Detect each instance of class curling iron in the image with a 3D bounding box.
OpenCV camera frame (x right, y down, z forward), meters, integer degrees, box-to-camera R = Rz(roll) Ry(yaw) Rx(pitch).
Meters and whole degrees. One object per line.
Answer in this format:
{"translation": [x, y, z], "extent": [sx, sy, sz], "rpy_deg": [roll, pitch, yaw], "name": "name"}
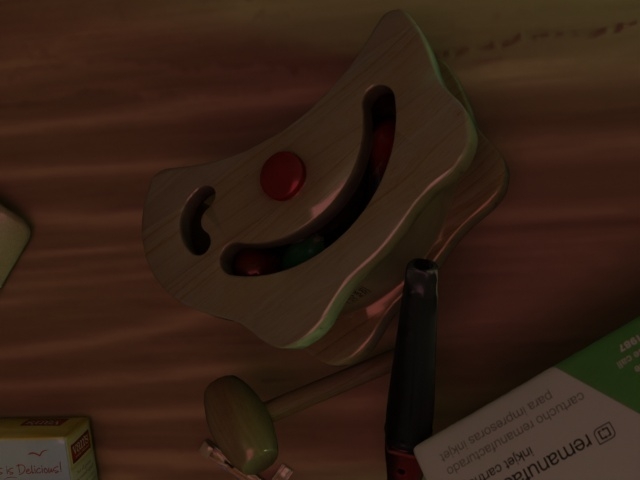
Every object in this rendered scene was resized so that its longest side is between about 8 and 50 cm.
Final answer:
{"translation": [0.041, 0.130, 0.559], "extent": [0.068, 0.035, 0.274], "rpy_deg": [0, 125, -15], "name": "curling iron"}

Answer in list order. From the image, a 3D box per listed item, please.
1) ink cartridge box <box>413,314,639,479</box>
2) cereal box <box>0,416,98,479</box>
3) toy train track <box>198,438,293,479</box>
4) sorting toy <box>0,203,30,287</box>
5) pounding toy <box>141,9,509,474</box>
{"translation": [0.207, 0.192, 0.478], "extent": [0.201, 0.117, 0.278], "rpy_deg": [-34, 59, 15], "name": "ink cartridge box"}
{"translation": [-0.243, 0.253, 0.683], "extent": [0.172, 0.047, 0.240], "rpy_deg": [-3, 99, 12], "name": "cereal box"}
{"translation": [-0.052, 0.171, 0.645], "extent": [0.083, 0.014, 0.048], "rpy_deg": [35, 105, 4], "name": "toy train track"}
{"translation": [-0.340, 0.006, 0.663], "extent": [0.208, 0.038, 0.193], "rpy_deg": [36, 105, 3], "name": "sorting toy"}
{"translation": [0.000, 0.000, 0.576], "extent": [0.269, 0.155, 0.154], "rpy_deg": [-49, 59, 6], "name": "pounding toy"}
